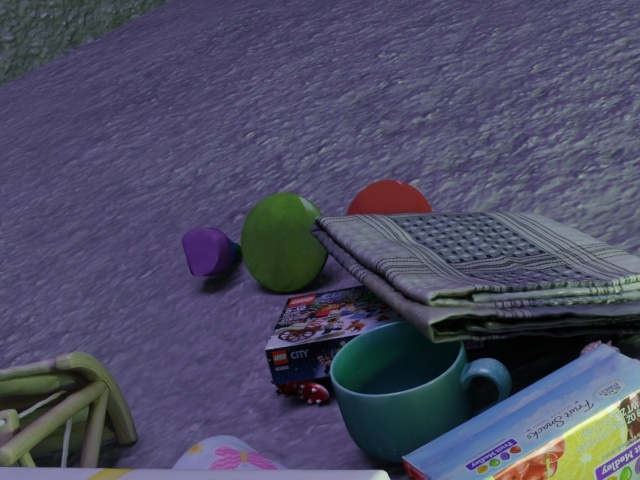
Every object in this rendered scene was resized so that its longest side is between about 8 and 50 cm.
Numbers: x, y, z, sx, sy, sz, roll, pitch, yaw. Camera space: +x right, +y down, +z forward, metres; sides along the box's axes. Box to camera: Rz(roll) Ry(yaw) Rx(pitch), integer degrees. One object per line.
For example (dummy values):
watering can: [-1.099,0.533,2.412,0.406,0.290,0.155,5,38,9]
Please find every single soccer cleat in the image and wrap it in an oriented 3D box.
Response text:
soccer cleat: [-0.017,0.153,1.225,0.083,0.029,0.035,4,36,48]

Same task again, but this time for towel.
towel: [0.185,0.023,1.207,0.312,0.056,0.324,0,19,-23]

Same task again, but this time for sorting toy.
sorting toy: [0.000,0.000,1.492,0.366,0.127,0.126,-7,-3,27]

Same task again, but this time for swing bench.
swing bench: [-0.351,0.221,1.134,0.253,0.165,0.254,-13,24,11]

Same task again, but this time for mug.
mug: [0.090,0.153,1.071,0.129,0.097,0.158,-28,27,-24]

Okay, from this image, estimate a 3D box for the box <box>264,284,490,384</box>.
box: [0.067,0.090,1.246,0.233,0.044,0.159,-11,16,10]

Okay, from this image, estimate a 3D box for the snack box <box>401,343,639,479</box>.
snack box: [0.167,0.203,0.780,0.174,0.207,0.070,-27,26,-18]

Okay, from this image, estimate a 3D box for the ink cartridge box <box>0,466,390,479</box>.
ink cartridge box: [-0.158,0.272,0.685,0.385,0.160,0.279,-9,18,37]

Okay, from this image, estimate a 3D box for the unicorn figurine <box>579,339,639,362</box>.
unicorn figurine: [0.255,0.138,1.037,0.162,0.060,0.111,-27,26,-21]

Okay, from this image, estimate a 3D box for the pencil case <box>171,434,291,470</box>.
pencil case: [-0.015,0.244,0.925,0.124,0.113,0.273,-3,10,-42]
